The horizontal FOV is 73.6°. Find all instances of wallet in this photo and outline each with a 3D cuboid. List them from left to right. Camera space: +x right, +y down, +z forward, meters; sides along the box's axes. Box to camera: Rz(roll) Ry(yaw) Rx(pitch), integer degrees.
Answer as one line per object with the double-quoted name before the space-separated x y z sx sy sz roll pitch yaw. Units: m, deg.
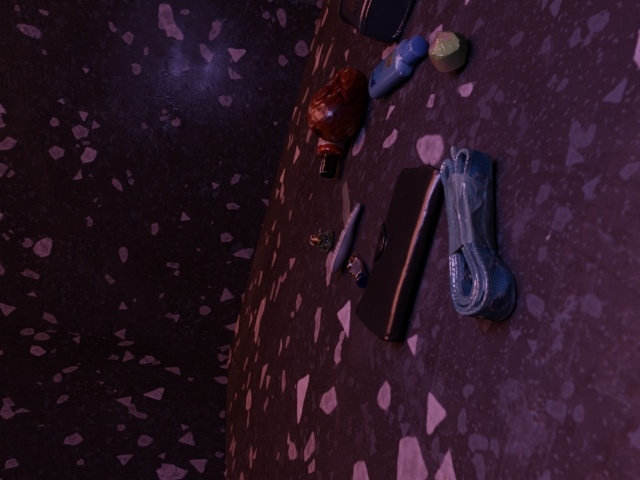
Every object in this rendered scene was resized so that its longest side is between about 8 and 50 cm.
"wallet" 0.171 0.018 0.937 0.197 0.051 0.377 -147 72 -73

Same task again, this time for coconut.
"coconut" 0.266 -0.393 0.887 0.083 0.081 0.082 23 90 39

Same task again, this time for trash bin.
"trash bin" 0.171 -0.751 1.332 0.290 0.183 0.209 -104 31 -48

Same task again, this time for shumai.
"shumai" 0.000 0.000 1.491 0.082 0.081 0.083 -102 27 -60

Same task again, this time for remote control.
"remote control" 0.080 -0.003 1.291 0.073 0.044 0.229 -74 7 -84

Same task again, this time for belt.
"belt" 0.244 -0.023 0.676 0.087 0.072 0.302 123 153 -61

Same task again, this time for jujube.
"jujube" 0.066 -0.461 1.456 0.255 0.190 0.190 -66 15 -3

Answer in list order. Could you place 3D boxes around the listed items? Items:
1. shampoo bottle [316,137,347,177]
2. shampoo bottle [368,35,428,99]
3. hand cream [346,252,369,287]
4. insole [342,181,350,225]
"shampoo bottle" 0.046 -0.367 1.583 0.104 0.105 0.277 156 125 -71
"shampoo bottle" 0.210 -0.480 1.180 0.258 0.061 0.103 175 108 -73
"hand cream" 0.101 0.085 1.162 0.163 0.039 0.062 -110 33 -73
"insole" 0.085 -0.127 1.437 0.064 0.004 0.188 121 156 -45
